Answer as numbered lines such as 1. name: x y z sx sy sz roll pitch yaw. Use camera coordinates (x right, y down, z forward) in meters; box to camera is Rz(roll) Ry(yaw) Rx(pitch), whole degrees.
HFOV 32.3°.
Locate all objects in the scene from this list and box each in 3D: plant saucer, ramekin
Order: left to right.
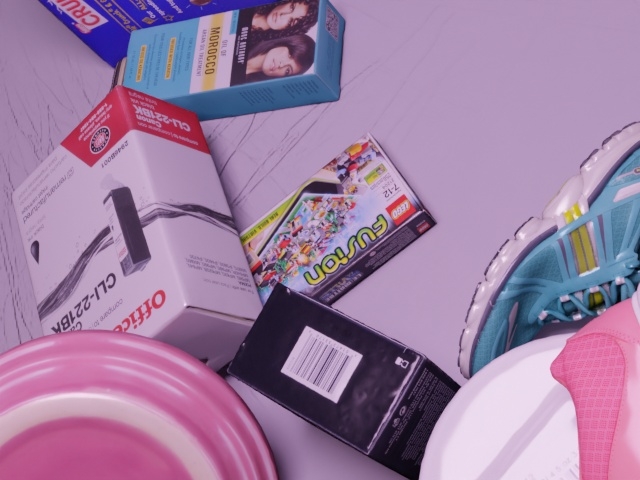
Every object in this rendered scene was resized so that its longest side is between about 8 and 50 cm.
1. plant saucer: -0.199 0.245 0.955 0.332 0.084 0.332 0 93 -3
2. ramekin: 0.208 0.203 0.839 0.277 0.135 0.277 -10 65 23

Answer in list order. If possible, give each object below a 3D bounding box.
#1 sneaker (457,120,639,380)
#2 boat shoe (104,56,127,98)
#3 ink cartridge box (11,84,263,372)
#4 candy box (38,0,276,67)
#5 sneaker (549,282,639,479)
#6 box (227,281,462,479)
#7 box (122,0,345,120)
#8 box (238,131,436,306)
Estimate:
1. sneaker: 0.221 0.021 0.934 0.275 0.107 0.110 -48 65 2
2. boat shoe: -0.234 -0.139 1.260 0.049 0.056 0.152 -5 67 20
3. ink cartridge box: -0.188 0.017 1.109 0.197 0.114 0.273 -39 56 27
4. candy box: -0.173 -0.349 1.190 0.317 0.268 0.122 -18 59 20
5. sneaker: 0.241 0.178 0.707 0.136 0.116 0.314 -34 55 31
6. box: 0.033 0.127 0.947 0.156 0.158 0.093 25 81 33
7. box: -0.098 -0.193 1.209 0.244 0.060 0.100 -6 67 25
8. box: 0.000 0.000 1.091 0.207 0.036 0.114 -38 57 8
